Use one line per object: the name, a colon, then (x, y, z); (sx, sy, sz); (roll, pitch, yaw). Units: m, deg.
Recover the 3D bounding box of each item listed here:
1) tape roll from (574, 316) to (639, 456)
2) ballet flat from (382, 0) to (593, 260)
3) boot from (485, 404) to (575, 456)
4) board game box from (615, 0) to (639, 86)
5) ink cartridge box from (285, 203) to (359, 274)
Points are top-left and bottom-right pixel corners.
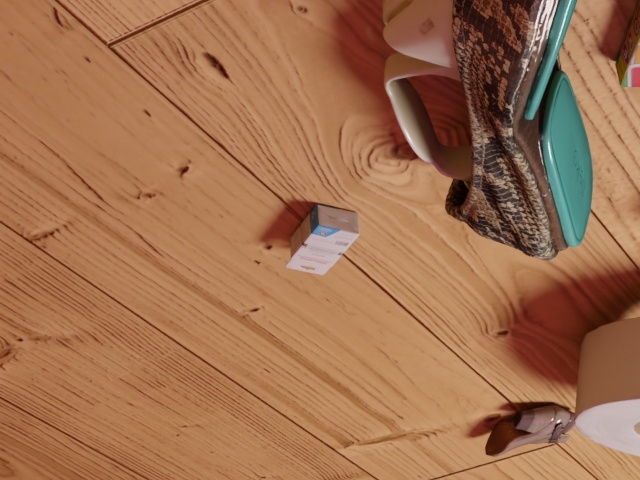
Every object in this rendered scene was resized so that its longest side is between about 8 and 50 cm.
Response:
tape roll: (0.437, 0.177, 1.680); (0.286, 0.100, 0.286); (8, 158, 3)
ballet flat: (0.137, -0.141, 1.206); (0.182, 0.164, 0.483); (11, 151, 14)
boot: (0.276, 0.250, 1.895); (0.087, 0.042, 0.118); (8, 145, -22)
board game box: (0.397, -0.180, 1.264); (0.259, 0.039, 0.124); (-2, 147, -7)
ink cartridge box: (0.000, 0.000, 1.497); (0.048, 0.028, 0.083); (13, 143, -23)
